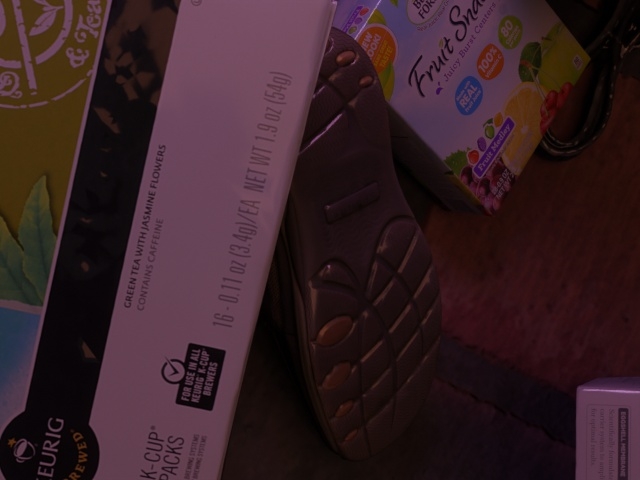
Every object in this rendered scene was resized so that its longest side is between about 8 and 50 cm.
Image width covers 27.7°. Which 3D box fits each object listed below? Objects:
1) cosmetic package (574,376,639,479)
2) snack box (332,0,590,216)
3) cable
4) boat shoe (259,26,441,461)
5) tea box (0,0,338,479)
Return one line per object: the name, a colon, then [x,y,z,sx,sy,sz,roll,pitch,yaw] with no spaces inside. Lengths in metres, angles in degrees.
cosmetic package: [0.321,0.178,1.020,0.225,0.224,0.138,1,86,15]
snack box: [0.107,-0.149,1.057,0.207,0.070,0.174,42,71,-31]
cable: [0.282,-0.196,1.157,0.287,0.072,0.139,-38,94,-18]
boat shoe: [0.000,0.000,1.011,0.132,0.130,0.355,-21,113,-29]
tea box: [-0.187,-0.021,0.777,0.323,0.220,0.329,12,96,-5]
